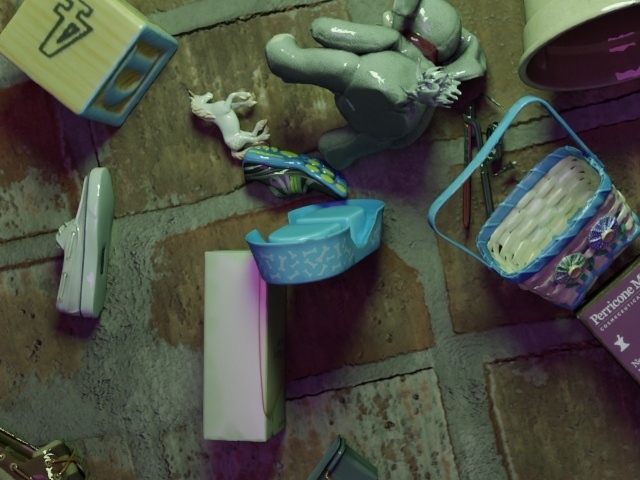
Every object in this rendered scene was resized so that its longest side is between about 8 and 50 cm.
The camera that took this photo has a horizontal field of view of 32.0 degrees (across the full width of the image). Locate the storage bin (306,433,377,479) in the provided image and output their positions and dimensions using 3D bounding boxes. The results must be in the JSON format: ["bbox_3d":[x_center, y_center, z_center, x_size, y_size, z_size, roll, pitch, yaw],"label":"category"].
[{"bbox_3d":[0.032,0.412,1.878,0.091,0.098,0.135,33,96,-1],"label":"storage bin"}]

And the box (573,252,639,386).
[{"bbox_3d":[0.526,0.135,1.738,0.168,0.167,0.203,-43,83,8],"label":"box"}]

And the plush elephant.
[{"bbox_3d":[0.120,-0.298,1.789,0.330,0.255,0.272,-4,134,42],"label":"plush elephant"}]

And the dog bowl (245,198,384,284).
[{"bbox_3d":[0.000,0.000,1.786,0.166,0.297,0.074,-2,104,26],"label":"dog bowl"}]

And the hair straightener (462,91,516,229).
[{"bbox_3d":[0.281,-0.133,1.852,0.089,0.047,0.230,0,86,11],"label":"hair straightener"}]

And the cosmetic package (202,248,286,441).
[{"bbox_3d":[-0.125,0.170,1.869,0.113,0.160,0.309,0,91,10],"label":"cosmetic package"}]

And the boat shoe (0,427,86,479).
[{"bbox_3d":[-0.483,0.410,1.961,0.342,0.123,0.123,21,96,16],"label":"boat shoe"}]

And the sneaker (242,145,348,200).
[{"bbox_3d":[-0.043,-0.105,1.906,0.188,0.067,0.078,15,120,5],"label":"sneaker"}]

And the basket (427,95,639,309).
[{"bbox_3d":[0.340,-0.052,1.728,0.289,0.201,0.254,36,99,-20],"label":"basket"}]

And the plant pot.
[{"bbox_3d":[0.433,-0.432,1.700,0.334,0.334,0.305,-13,76,11],"label":"plant pot"}]

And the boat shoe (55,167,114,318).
[{"bbox_3d":[-0.420,0.002,1.961,0.088,0.096,0.267,7,100,6],"label":"boat shoe"}]

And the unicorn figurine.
[{"bbox_3d":[-0.156,-0.212,1.921,0.111,0.060,0.161,-24,86,10],"label":"unicorn figurine"}]

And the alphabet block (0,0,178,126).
[{"bbox_3d":[-0.394,-0.333,1.901,0.197,0.192,0.193,39,95,9],"label":"alphabet block"}]
